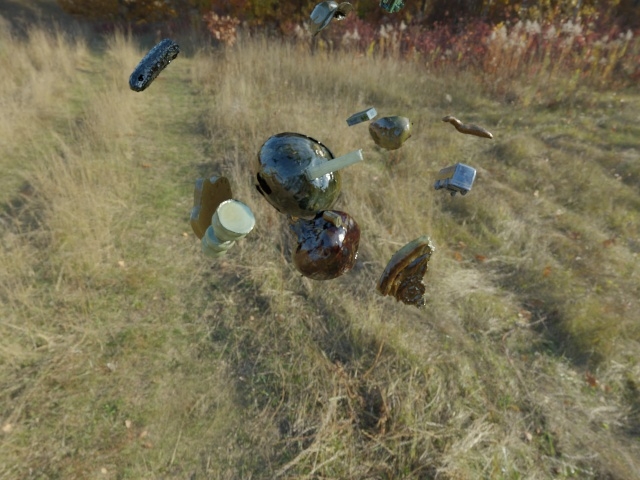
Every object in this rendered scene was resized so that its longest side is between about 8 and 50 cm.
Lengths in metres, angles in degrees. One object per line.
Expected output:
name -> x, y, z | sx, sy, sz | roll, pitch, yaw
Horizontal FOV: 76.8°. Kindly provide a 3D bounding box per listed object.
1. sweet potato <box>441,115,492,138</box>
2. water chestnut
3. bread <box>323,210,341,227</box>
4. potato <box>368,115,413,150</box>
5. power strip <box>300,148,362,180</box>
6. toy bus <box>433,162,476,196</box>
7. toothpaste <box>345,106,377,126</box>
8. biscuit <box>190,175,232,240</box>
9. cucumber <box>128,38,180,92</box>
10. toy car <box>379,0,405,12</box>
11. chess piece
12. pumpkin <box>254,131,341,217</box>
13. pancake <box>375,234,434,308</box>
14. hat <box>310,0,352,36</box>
sweet potato -> 0.468, -0.361, 1.295 | 0.179, 0.044, 0.044 | 19, 28, -5
water chestnut -> 0.000, 0.000, 1.710 | 0.347, 0.335, 0.335 | 45, 26, -13
bread -> 0.045, -0.083, 1.511 | 0.036, 0.047, 0.083 | -26, 35, -28
potato -> 0.215, -0.364, 1.366 | 0.172, 0.101, 0.089 | 1, -13, 41
power strip -> 0.054, -0.308, 1.658 | 0.272, 0.052, 0.078 | -22, 9, -10
toy bus -> 0.368, -0.166, 1.114 | 0.064, 0.075, 0.190 | 22, 4, -1
toothpaste -> 0.165, -0.501, 1.638 | 0.046, 0.034, 0.164 | -40, 21, -18
biscuit -> -0.526, -0.173, 1.915 | 0.057, 0.287, 0.344 | 5, 57, 16
cucumber -> -0.600, -0.615, 1.429 | 0.081, 0.072, 0.304 | 4, 50, 18
toy car -> 0.256, -0.856, 1.366 | 0.097, 0.141, 0.321 | 27, 36, 0
chess piece -> -0.333, -0.023, 1.372 | 0.133, 0.243, 0.133 | 20, 51, -27
pumpkin -> -0.101, -0.318, 1.927 | 0.454, 0.344, 0.455 | 20, 42, -20
pancake -> 0.318, 0.134, 1.393 | 0.266, 0.244, 0.057 | -34, 20, 0
hat -> 0.033, -0.911, 1.588 | 0.166, 0.144, 0.173 | -37, -2, -12
